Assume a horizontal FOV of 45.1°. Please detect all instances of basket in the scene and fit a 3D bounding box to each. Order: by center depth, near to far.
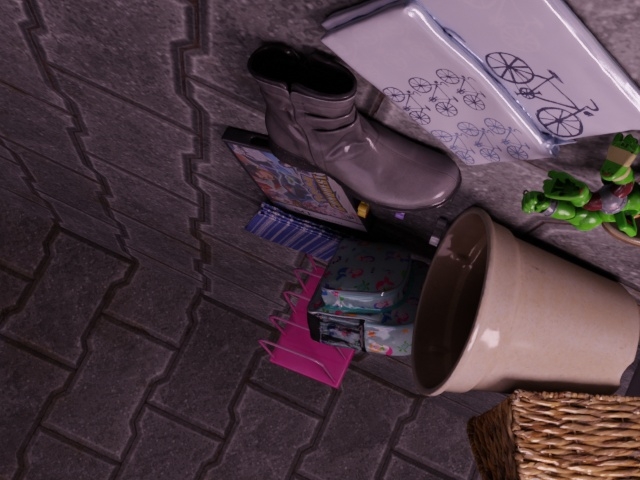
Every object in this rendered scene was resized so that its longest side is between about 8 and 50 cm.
[{"bbox_3d":[0.420,0.380,1.280,0.299,0.213,0.223,5,153,-10],"label":"basket"}]

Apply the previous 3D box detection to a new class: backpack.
[{"bbox_3d":[0.118,0.118,1.587,0.254,0.225,0.191,13,131,15],"label":"backpack"}]

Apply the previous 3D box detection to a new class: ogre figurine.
[{"bbox_3d":[0.374,-0.063,1.003,0.118,0.197,0.097,32,-152,-42],"label":"ogre figurine"}]

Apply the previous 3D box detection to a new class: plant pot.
[{"bbox_3d":[0.361,0.143,1.344,0.306,0.333,0.334,16,164,-7],"label":"plant pot"}]

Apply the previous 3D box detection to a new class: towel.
[{"bbox_3d":[0.000,0.000,1.768,0.336,0.040,0.243,20,166,-9],"label":"towel"}]

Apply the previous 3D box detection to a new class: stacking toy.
[{"bbox_3d":[0.150,-0.070,1.387,0.167,0.052,0.221,22,162,10],"label":"stacking toy"}]

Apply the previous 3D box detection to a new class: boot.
[{"bbox_3d":[0.051,-0.164,1.157,0.338,0.118,0.222,17,156,13],"label":"boot"}]

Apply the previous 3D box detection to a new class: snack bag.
[{"bbox_3d":[0.206,-0.200,0.950,0.323,0.037,0.342,36,160,-30],"label":"snack bag"}]

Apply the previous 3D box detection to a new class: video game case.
[{"bbox_3d":[-0.038,-0.116,1.541,0.248,0.035,0.275,17,161,26],"label":"video game case"}]

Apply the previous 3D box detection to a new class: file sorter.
[{"bbox_3d":[-0.003,0.188,1.969,0.202,0.290,0.182,18,159,22],"label":"file sorter"}]

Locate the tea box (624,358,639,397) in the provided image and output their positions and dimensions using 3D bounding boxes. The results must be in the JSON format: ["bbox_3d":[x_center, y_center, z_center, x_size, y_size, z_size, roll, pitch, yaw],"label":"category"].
[{"bbox_3d":[0.757,0.332,1.345,0.324,0.220,0.329,26,175,-2],"label":"tea box"}]

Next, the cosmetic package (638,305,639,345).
[{"bbox_3d":[0.574,0.149,1.434,0.115,0.060,0.041,24,162,0],"label":"cosmetic package"}]

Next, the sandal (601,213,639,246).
[{"bbox_3d":[0.479,-0.020,1.056,0.180,0.072,0.049,19,147,15],"label":"sandal"}]
